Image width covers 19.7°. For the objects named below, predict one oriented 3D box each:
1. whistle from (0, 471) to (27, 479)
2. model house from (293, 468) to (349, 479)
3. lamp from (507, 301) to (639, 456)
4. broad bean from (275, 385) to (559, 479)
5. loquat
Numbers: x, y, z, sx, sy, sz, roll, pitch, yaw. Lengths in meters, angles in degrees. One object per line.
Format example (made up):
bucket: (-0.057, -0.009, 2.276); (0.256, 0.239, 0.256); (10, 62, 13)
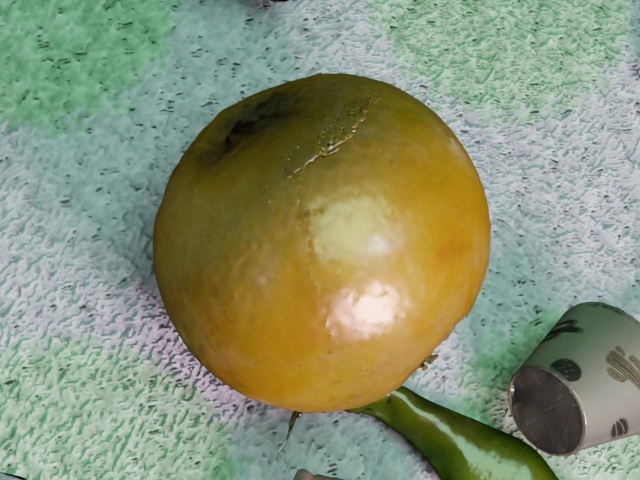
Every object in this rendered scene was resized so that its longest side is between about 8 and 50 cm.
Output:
whistle: (-0.273, 0.354, 1.231); (0.188, 0.168, 0.405); (-1, 70, -23)
model house: (0.043, 0.277, 1.403); (0.188, 0.122, 0.229); (20, 70, -12)
lamp: (0.254, 0.101, 1.545); (0.214, 0.121, 0.121); (-27, 85, -37)
broad bean: (0.121, 0.193, 1.499); (0.318, 0.056, 0.098); (22, 73, -8)
loquat: (0.000, 0.000, 1.394); (0.263, 0.263, 0.263); (6, 71, -20)
